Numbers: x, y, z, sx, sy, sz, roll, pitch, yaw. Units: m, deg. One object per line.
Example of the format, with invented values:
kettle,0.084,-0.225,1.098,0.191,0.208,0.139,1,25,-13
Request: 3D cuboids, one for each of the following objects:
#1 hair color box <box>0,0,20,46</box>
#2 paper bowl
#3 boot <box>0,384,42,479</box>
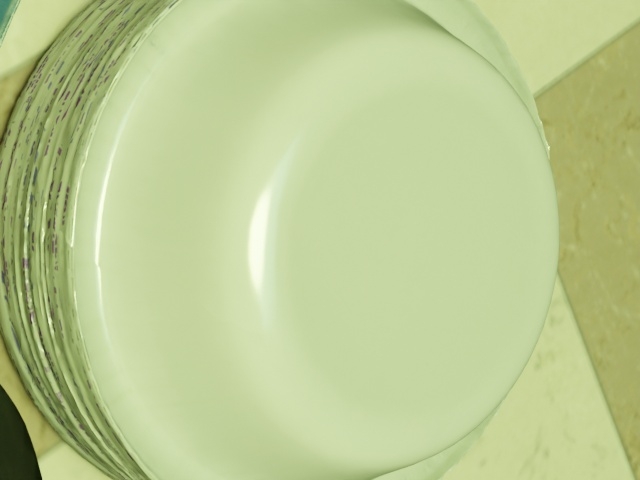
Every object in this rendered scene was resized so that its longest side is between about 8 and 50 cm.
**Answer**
hair color box,-0.274,-0.157,0.480,0.347,0.174,0.105,30,75,-35
paper bowl,0.000,0.000,0.717,0.284,0.148,0.284,-5,98,-38
boot,-0.192,0.099,0.630,0.115,0.112,0.305,-13,120,6
